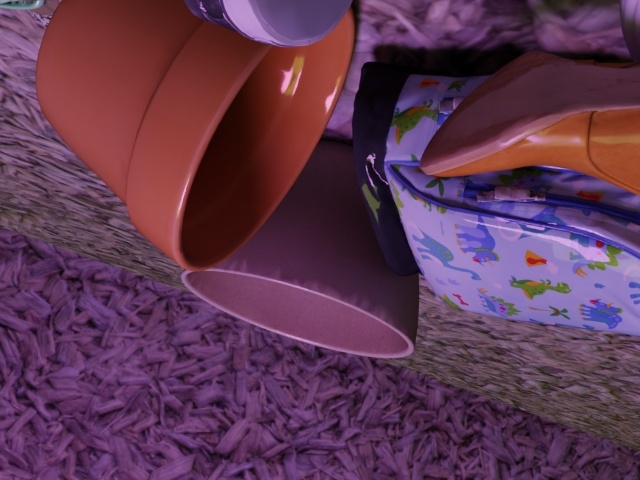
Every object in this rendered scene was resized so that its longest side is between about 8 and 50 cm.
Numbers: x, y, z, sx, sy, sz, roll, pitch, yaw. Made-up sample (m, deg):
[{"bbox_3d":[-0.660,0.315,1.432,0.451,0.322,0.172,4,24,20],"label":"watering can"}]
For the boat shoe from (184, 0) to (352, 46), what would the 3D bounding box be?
[{"bbox_3d":[-0.033,-0.253,0.327,0.105,0.113,0.306,27,130,38],"label":"boat shoe"}]

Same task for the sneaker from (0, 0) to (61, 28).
[{"bbox_3d":[-0.326,-0.261,0.630,0.158,0.182,0.410,7,159,29],"label":"sneaker"}]

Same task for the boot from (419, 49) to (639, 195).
[{"bbox_3d":[0.234,-0.055,0.515,0.211,0.104,0.295,38,147,-21],"label":"boot"}]

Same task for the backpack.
[{"bbox_3d":[0.226,-0.037,0.716,0.356,0.273,0.290,-3,143,18],"label":"backpack"}]

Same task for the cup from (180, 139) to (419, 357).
[{"bbox_3d":[0.000,0.000,0.997,0.331,0.236,0.331,16,162,5],"label":"cup"}]

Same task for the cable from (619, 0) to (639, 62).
[{"bbox_3d":[0.325,-0.163,0.454,0.257,0.089,0.257,21,162,-8],"label":"cable"}]

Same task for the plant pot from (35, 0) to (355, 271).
[{"bbox_3d":[-0.127,-0.144,0.681,0.204,0.290,0.291,32,164,10],"label":"plant pot"}]
